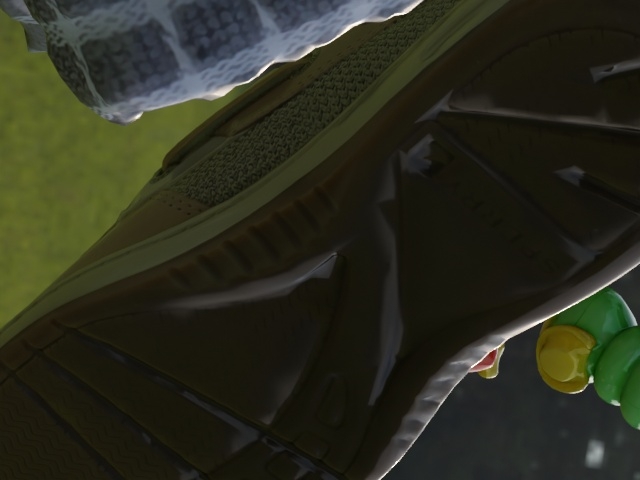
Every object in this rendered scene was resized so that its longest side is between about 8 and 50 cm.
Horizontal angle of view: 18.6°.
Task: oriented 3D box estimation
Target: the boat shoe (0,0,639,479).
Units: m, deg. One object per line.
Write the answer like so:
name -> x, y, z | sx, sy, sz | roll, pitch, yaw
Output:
boat shoe -> 0.000, 0.000, 0.588 | 0.302, 0.109, 0.098 | -38, -157, 29

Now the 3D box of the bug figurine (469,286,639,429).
bug figurine -> 0.089, -0.029, 0.730 | 0.072, 0.216, 0.279 | -25, 138, -40

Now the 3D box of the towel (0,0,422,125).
towel -> 0.028, -0.170, 0.347 | 0.121, 0.284, 0.235 | -117, -175, -51
